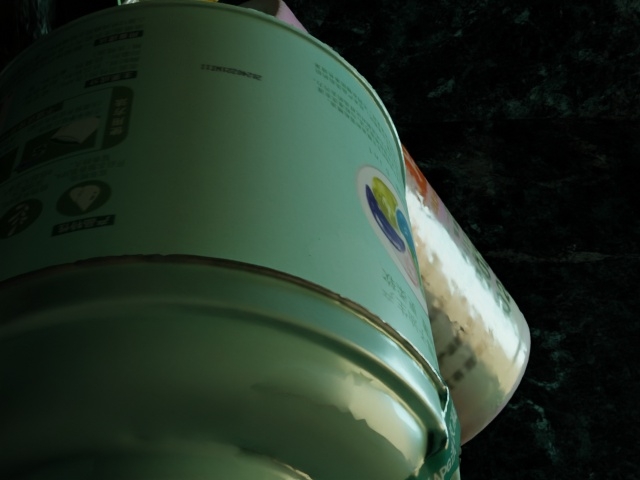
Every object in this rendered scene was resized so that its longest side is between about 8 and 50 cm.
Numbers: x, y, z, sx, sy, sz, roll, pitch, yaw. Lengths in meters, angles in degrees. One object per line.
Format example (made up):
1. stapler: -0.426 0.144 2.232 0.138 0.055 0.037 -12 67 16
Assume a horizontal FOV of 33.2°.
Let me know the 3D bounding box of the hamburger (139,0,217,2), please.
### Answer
1. hamburger: -0.171 -0.400 1.202 0.300 0.176 0.300 179 -90 -89

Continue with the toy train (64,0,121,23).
1. toy train: -0.213 -0.182 1.061 0.170 0.071 0.111 92 -12 -67

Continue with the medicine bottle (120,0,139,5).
1. medicine bottle: -0.220 -0.244 1.143 0.091 0.058 0.058 93 -5 -69

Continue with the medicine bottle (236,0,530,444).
1. medicine bottle: 0.000 0.000 0.930 0.388 0.219 0.219 53 14 -23

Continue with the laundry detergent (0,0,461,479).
1. laundry detergent: -0.078 0.065 0.581 0.305 0.287 0.287 -95 -177 -50
